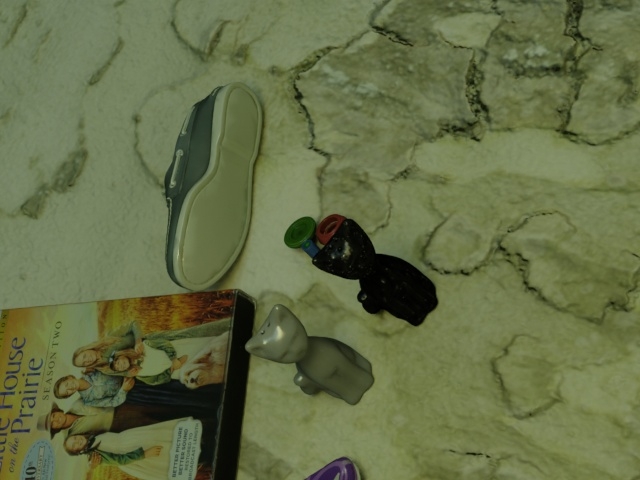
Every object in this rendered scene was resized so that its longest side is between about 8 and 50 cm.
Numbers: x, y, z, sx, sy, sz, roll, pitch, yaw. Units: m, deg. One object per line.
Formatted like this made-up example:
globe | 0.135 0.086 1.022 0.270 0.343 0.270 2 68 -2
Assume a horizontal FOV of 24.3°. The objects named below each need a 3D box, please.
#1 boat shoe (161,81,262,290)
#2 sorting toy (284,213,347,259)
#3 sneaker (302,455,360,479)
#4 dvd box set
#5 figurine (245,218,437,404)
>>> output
boat shoe | -0.164 -0.071 2.065 0.099 0.116 0.319 -10 57 39
sorting toy | 0.000 0.000 1.985 0.102 0.042 0.061 -8 48 39
sneaker | -0.023 0.327 1.825 0.170 0.071 0.068 -40 55 7
dvd box set | -0.297 0.228 2.028 0.420 0.062 0.307 -5 65 27
figurine | 0.018 0.089 1.824 0.092 0.209 0.215 39 90 36
